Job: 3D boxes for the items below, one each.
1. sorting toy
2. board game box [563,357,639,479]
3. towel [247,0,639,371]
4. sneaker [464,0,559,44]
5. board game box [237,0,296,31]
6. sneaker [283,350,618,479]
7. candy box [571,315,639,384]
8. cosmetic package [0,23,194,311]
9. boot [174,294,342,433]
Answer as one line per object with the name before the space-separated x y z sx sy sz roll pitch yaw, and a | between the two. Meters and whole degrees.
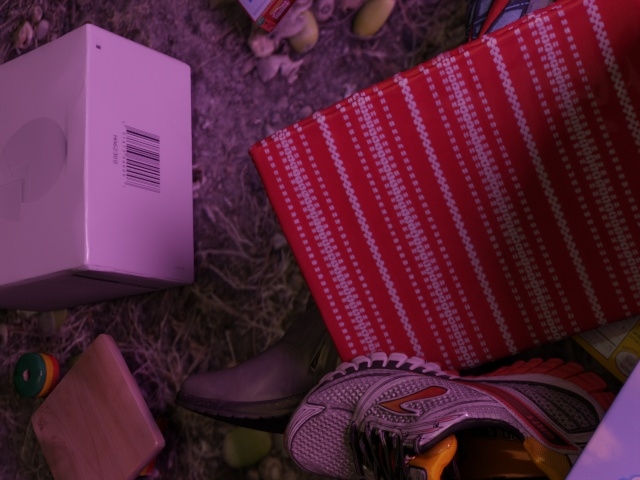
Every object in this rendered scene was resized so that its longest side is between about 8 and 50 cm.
sorting toy | -0.199 0.188 0.887 0.132 0.046 0.274 -48 56 20
board game box | 0.190 0.151 0.440 0.160 0.039 0.211 34 111 26
towel | 0.108 -0.024 0.596 0.275 0.031 0.199 -21 97 23
sneaker | 0.154 -0.137 0.665 0.262 0.104 0.125 -63 33 7
board game box | 0.001 -0.342 0.848 0.281 0.027 0.145 -47 58 21
sneaker | 0.065 0.122 0.579 0.225 0.093 0.088 -12 106 36
candy box | 0.241 0.066 0.585 0.206 0.027 0.105 46 109 34
cosmetic package | -0.248 -0.057 0.914 0.225 0.138 0.224 -11 75 34
boot | -0.004 0.071 0.755 0.246 0.083 0.161 -8 66 35
